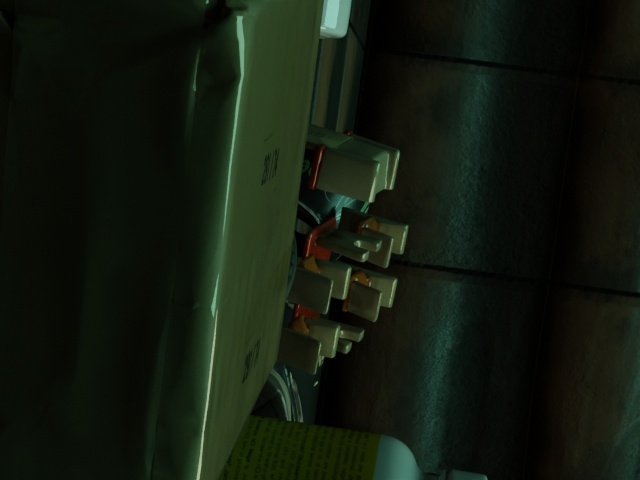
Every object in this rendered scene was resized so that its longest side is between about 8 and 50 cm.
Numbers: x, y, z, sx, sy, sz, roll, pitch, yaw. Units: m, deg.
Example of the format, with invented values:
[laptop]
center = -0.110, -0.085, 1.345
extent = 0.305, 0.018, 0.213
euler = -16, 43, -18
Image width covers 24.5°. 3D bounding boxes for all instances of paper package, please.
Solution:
[paper package]
center = -0.112, -0.020, 0.871
extent = 0.325, 0.168, 0.309
euler = -67, 165, -74

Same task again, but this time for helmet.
[helmet]
center = -0.012, -0.058, 1.955
extent = 0.169, 0.169, 0.161
euler = 93, 24, -45

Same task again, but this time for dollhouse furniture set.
[dollhouse furniture set]
center = 0.000, 0.000, 1.755
extent = 0.262, 0.135, 0.259
euler = -34, 138, -63

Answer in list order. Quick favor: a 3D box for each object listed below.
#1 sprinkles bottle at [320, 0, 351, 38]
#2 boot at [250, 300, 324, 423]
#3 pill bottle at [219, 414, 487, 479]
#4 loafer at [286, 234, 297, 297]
[sprinkles bottle]
center = -0.008, -0.413, 1.679
extent = 0.121, 0.121, 0.355
euler = -28, 125, -84
[boot]
center = -0.073, 0.261, 1.948
extent = 0.284, 0.138, 0.377
euler = -73, 164, -60
[pill bottle]
center = -0.021, 0.262, 1.359
extent = 0.188, 0.334, 0.188
euler = 7, 90, -85
[loafer]
center = -0.082, 0.028, 1.441
extent = 0.366, 0.134, 0.130
euler = -76, 171, -51
